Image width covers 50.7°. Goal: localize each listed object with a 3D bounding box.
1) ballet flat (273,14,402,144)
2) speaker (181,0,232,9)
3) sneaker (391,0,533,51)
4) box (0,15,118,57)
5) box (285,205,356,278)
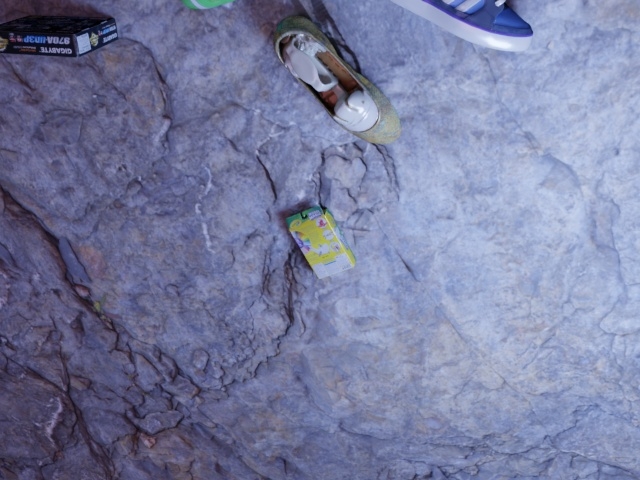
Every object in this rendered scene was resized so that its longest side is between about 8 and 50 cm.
[{"bbox_3d":[0.031,-0.317,1.409,0.123,0.123,0.348,-37,105,28],"label":"ballet flat"},{"bbox_3d":[-0.139,-0.547,1.316,0.296,0.131,0.131,-11,116,19],"label":"speaker"},{"bbox_3d":[0.280,-0.509,1.227,0.322,0.130,0.236,26,126,5],"label":"sneaker"},{"bbox_3d":[-0.578,-0.443,1.454,0.220,0.175,0.051,5,119,11],"label":"box"},{"bbox_3d":[0.000,0.000,1.637,0.105,0.043,0.179,-20,115,24],"label":"box"}]
